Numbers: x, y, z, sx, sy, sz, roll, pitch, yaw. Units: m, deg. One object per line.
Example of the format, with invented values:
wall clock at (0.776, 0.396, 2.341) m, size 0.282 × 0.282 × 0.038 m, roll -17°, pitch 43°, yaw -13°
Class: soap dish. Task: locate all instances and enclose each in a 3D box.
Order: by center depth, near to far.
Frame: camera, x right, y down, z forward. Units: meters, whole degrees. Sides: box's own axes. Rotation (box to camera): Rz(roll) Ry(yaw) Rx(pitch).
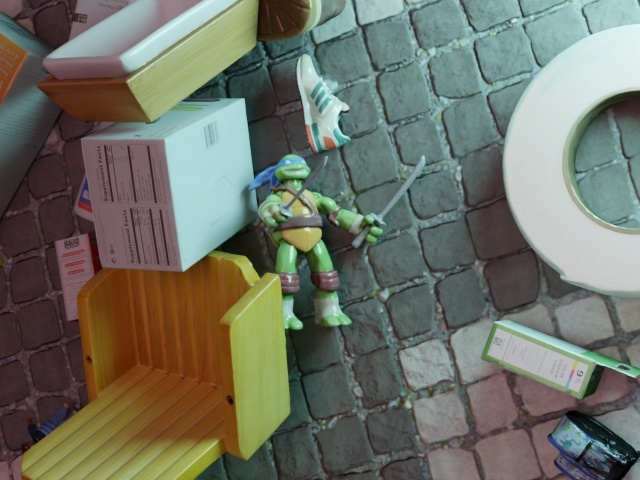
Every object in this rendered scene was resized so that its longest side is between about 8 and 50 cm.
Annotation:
soap dish at (-0.253, -0.284, 1.813) m, size 0.229 × 0.291 × 0.118 m, roll 6°, pitch 128°, yaw 43°

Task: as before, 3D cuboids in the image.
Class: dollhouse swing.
dollhouse swing at (-0.277, 0.197, 1.783) m, size 0.347 × 0.305 × 0.315 m, roll 10°, pitch 110°, yaw 41°

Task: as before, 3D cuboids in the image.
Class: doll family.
doll family at (-0.410, 0.353, 1.987) m, size 0.193 × 0.076 × 0.111 m, roll 26°, pitch 53°, yaw 26°

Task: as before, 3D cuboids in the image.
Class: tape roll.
tape roll at (0.451, -0.109, 1.695) m, size 0.392 × 0.072 × 0.392 m, roll -1°, pitch 86°, yaw 21°

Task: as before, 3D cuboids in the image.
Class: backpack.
backpack at (0.375, 0.298, 1.684) m, size 0.114 × 0.105 × 0.084 m, roll 39°, pitch 101°, yaw 22°

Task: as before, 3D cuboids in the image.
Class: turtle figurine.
turtle figurine at (0.000, 0.000, 1.806) m, size 0.275 × 0.198 × 0.266 m, roll -1°, pitch 92°, yaw 25°

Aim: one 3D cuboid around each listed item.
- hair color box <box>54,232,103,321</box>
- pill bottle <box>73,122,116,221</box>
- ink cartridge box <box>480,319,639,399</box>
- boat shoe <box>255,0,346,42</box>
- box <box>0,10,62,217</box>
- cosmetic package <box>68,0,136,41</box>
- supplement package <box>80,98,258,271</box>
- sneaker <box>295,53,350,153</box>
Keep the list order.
hair color box at (-0.405, 0.063, 2.047) m, size 0.072 × 0.043 × 0.141 m, roll -12°, pitch 84°, yaw 21°
pill bottle at (-0.318, -0.133, 1.979) m, size 0.124 × 0.124 × 0.221 m, roll 21°, pitch 96°, yaw 22°
ink cartridge box at (0.344, 0.178, 1.701) m, size 0.209 × 0.109 × 0.062 m, roll 21°, pitch 95°, yaw 21°
boat shoe at (-0.106, -0.372, 1.917) m, size 0.342 × 0.123 × 0.123 m, roll 3°, pitch 107°, yaw 43°
box at (-0.609, -0.216, 2.078) m, size 0.215 × 0.168 × 0.345 m, roll 35°, pitch 100°, yaw 20°
cosmetic package at (-0.354, -0.352, 2.029) m, size 0.117 × 0.085 × 0.231 m, roll 12°, pitch 90°, yaw 23°
supplement package at (-0.224, -0.093, 1.835) m, size 0.145 × 0.262 × 0.204 m, roll 2°, pitch 110°, yaw 22°
sneaker at (0.007, -0.220, 1.897) m, size 0.075 × 0.057 × 0.161 m, roll -10°, pitch 82°, yaw 4°
